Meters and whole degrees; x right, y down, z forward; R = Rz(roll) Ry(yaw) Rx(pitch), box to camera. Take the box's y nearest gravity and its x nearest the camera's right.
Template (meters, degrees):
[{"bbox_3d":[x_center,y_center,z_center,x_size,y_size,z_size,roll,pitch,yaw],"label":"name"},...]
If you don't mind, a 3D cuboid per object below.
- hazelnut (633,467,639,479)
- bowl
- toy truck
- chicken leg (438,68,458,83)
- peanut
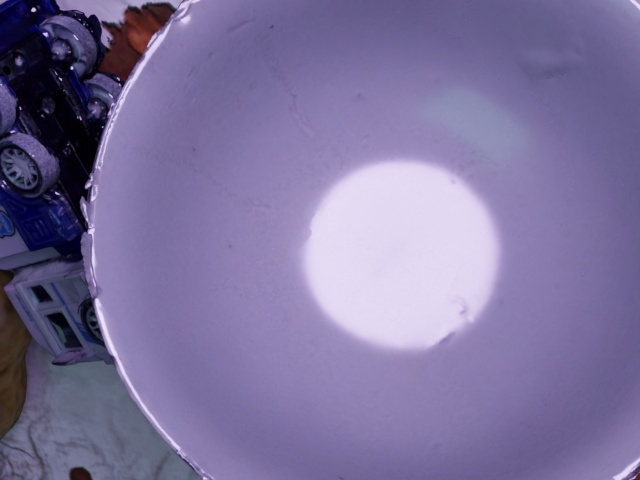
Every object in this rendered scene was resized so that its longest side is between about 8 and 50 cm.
[{"bbox_3d":[0.209,0.098,0.991,0.214,0.176,0.214,-10,137,-10],"label":"hazelnut"},{"bbox_3d":[0.051,0.002,0.885,0.345,0.157,0.345,0,81,2],"label":"bowl"},{"bbox_3d":[-0.203,-0.035,1.145,0.155,0.124,0.268,-13,112,40],"label":"toy truck"},{"bbox_3d":[0.141,-0.115,0.951,0.177,0.083,0.322,29,128,-1],"label":"chicken leg"},{"bbox_3d":[-0.292,0.102,1.294,0.103,0.098,0.229,54,139,37],"label":"peanut"}]
